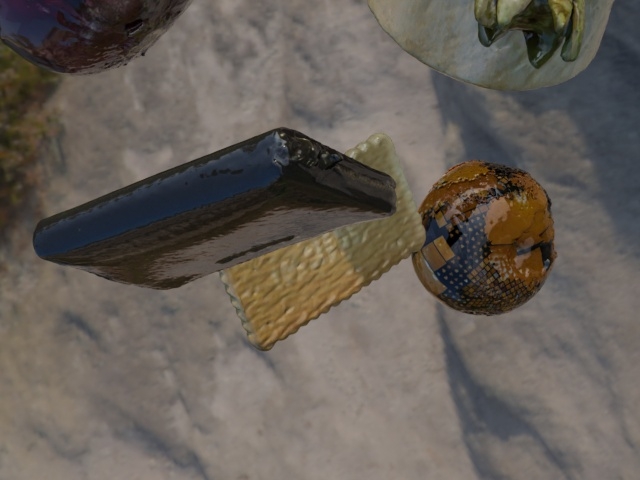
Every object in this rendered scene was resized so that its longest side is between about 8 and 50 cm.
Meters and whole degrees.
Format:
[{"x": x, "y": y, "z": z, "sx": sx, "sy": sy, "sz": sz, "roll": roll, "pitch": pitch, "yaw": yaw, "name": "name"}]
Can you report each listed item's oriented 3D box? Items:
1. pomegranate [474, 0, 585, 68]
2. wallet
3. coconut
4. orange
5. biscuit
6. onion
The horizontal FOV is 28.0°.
[{"x": 0.194, "y": -0.279, "z": 1.003, "sx": 0.236, "sy": 0.236, "sz": 0.302, "roll": 15, "pitch": 77, "yaw": 39, "name": "pomegranate"}, {"x": -0.069, "y": -0.015, "z": 0.896, "sx": 0.250, "sy": 0.149, "sz": 0.044, "roll": -18, "pitch": 67, "yaw": 33, "name": "wallet"}, {"x": 0.196, "y": -0.311, "z": 1.487, "sx": 0.329, "sy": 0.329, "sz": 0.329, "roll": 16, "pitch": 115, "yaw": 38, "name": "coconut"}, {"x": 0.238, "y": -0.003, "z": 1.896, "sx": 0.182, "sy": 0.234, "sz": 0.234, "roll": 26, "pitch": 122, "yaw": 52, "name": "orange"}, {"x": 0.000, "y": 0.000, "z": 1.423, "sx": 0.030, "sy": 0.249, "sz": 0.160, "roll": 25, "pitch": 143, "yaw": 56, "name": "biscuit"}, {"x": -0.346, "y": -0.365, "z": 1.769, "sx": 0.282, "sy": 0.260, "sz": 0.336, "roll": 52, "pitch": 178, "yaw": -3, "name": "onion"}]
